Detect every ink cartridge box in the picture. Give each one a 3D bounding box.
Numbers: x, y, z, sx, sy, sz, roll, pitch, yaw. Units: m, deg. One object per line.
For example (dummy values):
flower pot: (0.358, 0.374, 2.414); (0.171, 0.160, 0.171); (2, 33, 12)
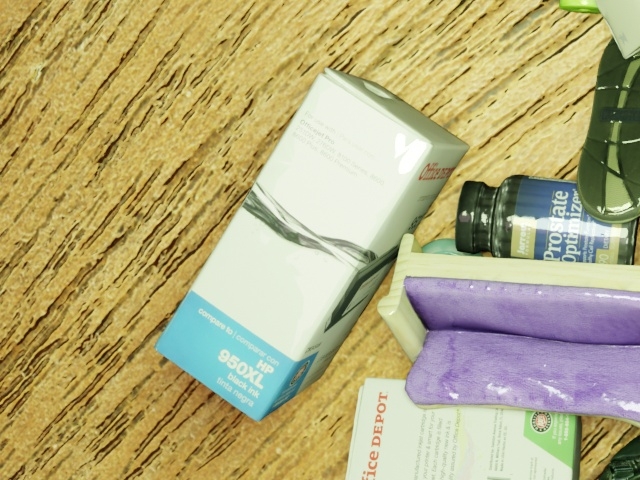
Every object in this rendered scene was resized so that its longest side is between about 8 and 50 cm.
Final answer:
ink cartridge box: (0.183, 0.293, 1.467); (0.278, 0.117, 0.201); (2, 60, 17)
ink cartridge box: (0.000, 0.000, 1.457); (0.166, 0.285, 0.395); (34, 103, 11)

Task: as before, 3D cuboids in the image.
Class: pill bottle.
pill bottle: (0.285, -0.018, 1.456); (0.219, 0.123, 0.122); (7, 95, 16)

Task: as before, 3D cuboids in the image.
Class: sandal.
sandal: (0.389, -0.152, 1.414); (0.120, 0.086, 0.302); (16, 74, 31)

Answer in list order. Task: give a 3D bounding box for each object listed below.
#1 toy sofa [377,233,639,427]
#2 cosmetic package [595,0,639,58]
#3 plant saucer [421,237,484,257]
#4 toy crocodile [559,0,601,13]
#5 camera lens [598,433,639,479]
toy sofa: (0.260, 0.107, 1.379); (0.363, 0.150, 0.177); (3, 61, 24)
cosmetic package: (0.466, -0.345, 1.331); (0.296, 0.129, 0.153); (-26, 87, -4)
plant saucer: (0.169, 0.057, 1.548); (0.119, 0.021, 0.119); (1, 94, 17)
toy crocodile: (0.272, -0.354, 1.449); (0.341, 0.105, 0.115); (10, 96, 15)
camera lens: (0.479, 0.345, 1.370); (0.219, 0.219, 0.274); (-35, 83, 16)
